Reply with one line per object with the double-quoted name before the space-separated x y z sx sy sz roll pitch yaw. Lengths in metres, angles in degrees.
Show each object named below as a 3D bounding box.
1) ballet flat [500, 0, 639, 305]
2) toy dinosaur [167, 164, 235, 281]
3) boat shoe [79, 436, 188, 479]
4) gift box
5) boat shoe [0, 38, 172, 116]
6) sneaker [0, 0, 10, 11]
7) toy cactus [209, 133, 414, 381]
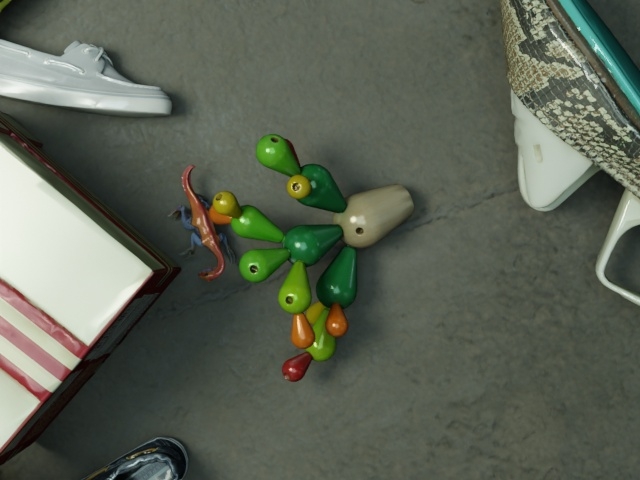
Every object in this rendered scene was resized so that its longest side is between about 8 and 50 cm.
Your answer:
"ballet flat" 0.292 -0.041 1.164 0.483 0.164 0.182 42 110 -2
"toy dinosaur" -0.109 -0.006 1.191 0.047 0.090 0.082 -25 46 -10
"boat shoe" -0.201 0.240 1.183 0.183 0.083 0.065 -37 90 0
"gift box" -0.285 0.016 1.095 0.258 0.276 0.255 40 84 1
"boat shoe" -0.223 -0.150 1.200 0.184 0.066 0.063 9 91 9
"sneaker" -0.395 -0.179 1.165 0.385 0.147 0.145 -41 80 -19
"toy cactus" 0.000 0.000 1.177 0.181 0.112 0.218 -25 104 -29
